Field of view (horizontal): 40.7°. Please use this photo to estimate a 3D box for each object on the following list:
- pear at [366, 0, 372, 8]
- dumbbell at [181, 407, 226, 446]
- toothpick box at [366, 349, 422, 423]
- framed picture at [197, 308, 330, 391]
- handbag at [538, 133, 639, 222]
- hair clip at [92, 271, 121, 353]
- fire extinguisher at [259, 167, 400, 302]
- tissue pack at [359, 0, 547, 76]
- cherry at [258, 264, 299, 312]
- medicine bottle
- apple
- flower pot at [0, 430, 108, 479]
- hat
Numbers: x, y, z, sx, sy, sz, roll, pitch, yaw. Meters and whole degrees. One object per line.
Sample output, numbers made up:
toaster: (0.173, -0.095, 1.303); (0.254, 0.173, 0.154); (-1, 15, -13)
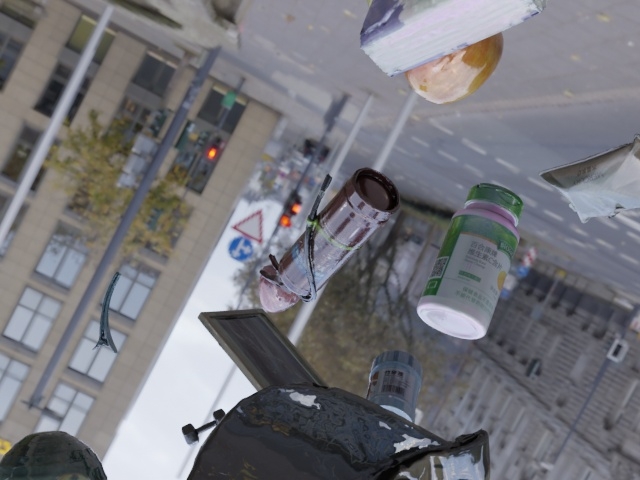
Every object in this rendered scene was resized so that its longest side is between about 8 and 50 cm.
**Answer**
pear: (0.177, -0.539, 1.853); (0.167, 0.136, 0.167); (11, -150, -6)
dumbbell: (-0.199, 0.325, 1.501); (0.040, 0.083, 0.036); (52, 162, 49)
toothpick box: (0.135, 0.292, 1.620); (0.101, 0.101, 0.153); (27, -146, -4)
framed picture: (-0.127, 0.363, 2.484); (0.446, 0.028, 0.326); (46, -161, 22)
handbag: (0.591, -0.114, 1.757); (0.182, 0.117, 0.270); (47, 149, -14)
hair clip: (-0.591, 0.200, 2.408); (0.070, 0.229, 0.039); (7, -177, 3)
fire extinguisher: (0.000, 0.000, 1.544); (0.105, 0.341, 0.141); (-25, -107, -46)
tissue pack: (0.248, -0.445, 1.506); (0.343, 0.242, 0.125); (-14, 133, 44)
cherry: (-0.101, 0.120, 2.063); (0.087, 0.106, 0.126); (34, 171, 38)
medicine bottle: (0.281, 0.033, 1.580); (0.133, 0.274, 0.133); (20, 158, 9)
apple: (0.308, -0.463, 2.091); (0.242, 0.241, 0.242); (32, -151, -20)
flower pot: (-0.417, 0.417, 1.327); (0.189, 0.243, 0.157); (1, 175, -44)
hat: (0.029, 0.358, 0.995); (0.381, 0.366, 0.257); (20, 142, 9)
